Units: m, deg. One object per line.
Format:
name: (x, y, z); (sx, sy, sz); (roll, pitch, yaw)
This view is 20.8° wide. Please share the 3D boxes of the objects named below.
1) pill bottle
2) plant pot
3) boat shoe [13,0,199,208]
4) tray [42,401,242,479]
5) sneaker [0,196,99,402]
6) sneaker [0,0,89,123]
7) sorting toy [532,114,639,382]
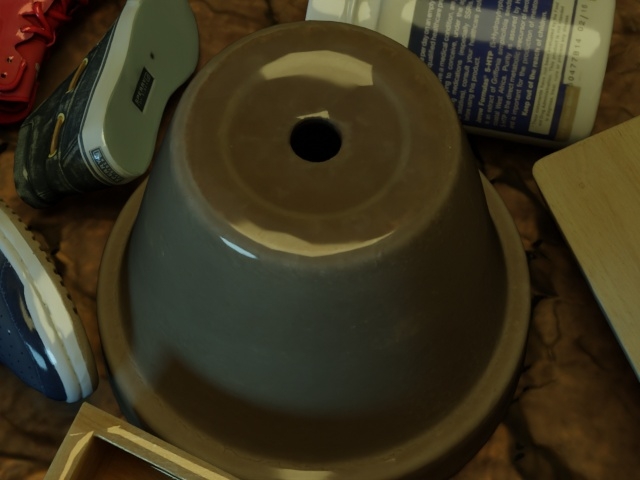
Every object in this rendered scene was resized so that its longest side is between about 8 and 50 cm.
pill bottle: (0.086, -0.124, 1.108); (0.187, 0.112, 0.112); (10, 63, 4)
plant pot: (0.000, 0.000, 0.979); (0.263, 0.229, 0.263); (1, 63, -1)
boat shoe: (-0.140, -0.097, 1.120); (0.083, 0.065, 0.183); (-18, 35, 29)
tray: (0.015, 0.267, 0.904); (0.411, 0.076, 0.203); (25, 80, 11)
sneaker: (-0.258, 0.019, 1.036); (0.153, 0.099, 0.282); (-31, 60, -21)
sneaker: (-0.173, -0.145, 1.135); (0.221, 0.087, 0.128); (-24, 64, 1)
sorting toy: (0.290, 0.015, 1.008); (0.255, 0.089, 0.257); (-24, 46, 3)
